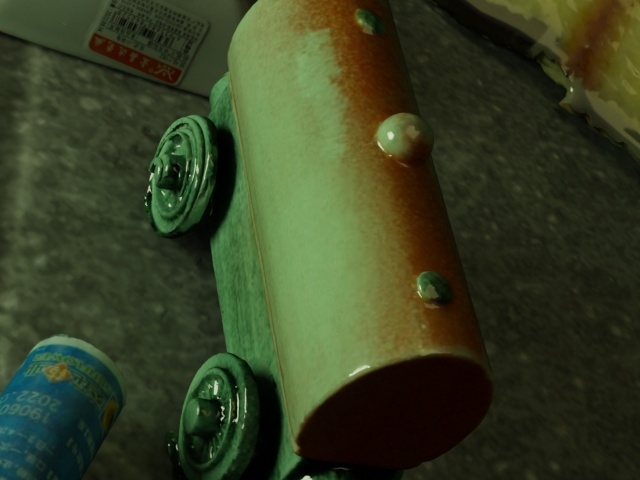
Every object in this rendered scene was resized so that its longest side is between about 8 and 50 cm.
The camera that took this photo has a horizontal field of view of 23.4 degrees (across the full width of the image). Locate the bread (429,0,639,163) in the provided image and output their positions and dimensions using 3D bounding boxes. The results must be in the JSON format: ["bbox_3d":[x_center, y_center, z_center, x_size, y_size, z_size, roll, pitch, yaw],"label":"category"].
[{"bbox_3d":[0.276,-0.277,1.124,0.345,0.405,0.242,29,27,7],"label":"bread"}]

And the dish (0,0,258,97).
[{"bbox_3d":[-0.094,-0.168,0.924,0.234,0.064,0.154,16,43,-28],"label":"dish"}]

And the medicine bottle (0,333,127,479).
[{"bbox_3d":[-0.135,0.114,0.625,0.051,0.051,0.191,34,38,-6],"label":"medicine bottle"}]

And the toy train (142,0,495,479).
[{"bbox_3d":[0.000,0.000,0.744,0.116,0.177,0.285,14,46,-28],"label":"toy train"}]
